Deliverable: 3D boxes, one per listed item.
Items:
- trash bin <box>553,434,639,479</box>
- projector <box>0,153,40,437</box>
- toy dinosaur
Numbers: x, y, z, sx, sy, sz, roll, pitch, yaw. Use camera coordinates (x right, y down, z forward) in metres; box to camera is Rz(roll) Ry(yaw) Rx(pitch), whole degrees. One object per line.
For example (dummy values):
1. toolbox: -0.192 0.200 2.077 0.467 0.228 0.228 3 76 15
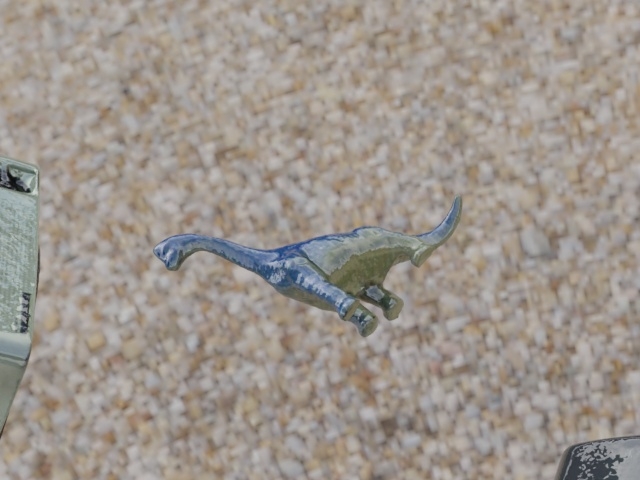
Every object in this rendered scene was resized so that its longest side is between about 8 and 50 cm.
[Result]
1. trash bin: 0.274 0.329 1.451 0.182 0.209 0.290 -12 34 28
2. projector: -0.283 0.098 1.242 0.079 0.259 0.257 16 30 -17
3. toy dinosaur: 0.000 0.000 1.470 0.188 0.075 0.248 36 54 24
